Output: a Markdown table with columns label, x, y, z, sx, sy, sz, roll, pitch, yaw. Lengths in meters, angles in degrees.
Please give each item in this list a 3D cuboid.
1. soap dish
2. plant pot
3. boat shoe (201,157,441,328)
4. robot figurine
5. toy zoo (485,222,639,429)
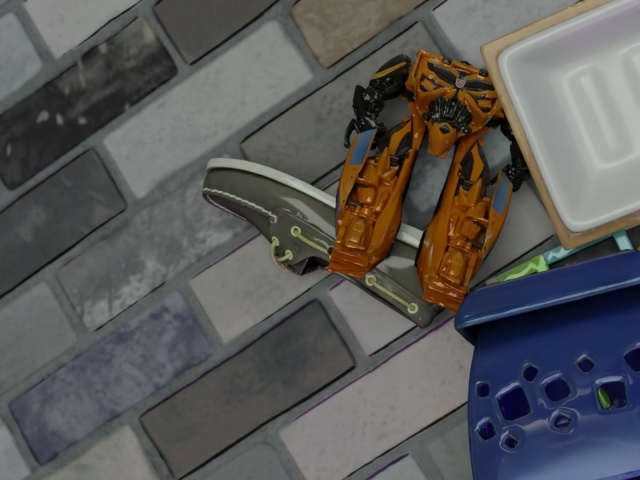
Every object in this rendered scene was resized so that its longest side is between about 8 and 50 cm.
| label | x | y | z | sx | sy | sz | roll | pitch | yaw |
| --- | --- | --- | --- | --- | --- | --- | --- | --- | --- |
| soap dish | 0.339 | -0.151 | 1.463 | 0.290 | 0.118 | 0.229 | -23 | 94 | 11 |
| plant pot | 0.257 | 0.140 | 1.393 | 0.236 | 0.236 | 0.212 | -15 | 75 | 12 |
| boat shoe | -0.001 | -0.001 | 1.556 | 0.305 | 0.109 | 0.091 | 23 | 81 | 11 |
| robot figurine | 0.119 | -0.078 | 1.493 | 0.211 | 0.085 | 0.291 | 18 | 62 | 1 |
| toy zoo | 0.345 | 0.068 | 1.507 | 0.293 | 0.030 | 0.192 | -25 | 80 | 11 |
